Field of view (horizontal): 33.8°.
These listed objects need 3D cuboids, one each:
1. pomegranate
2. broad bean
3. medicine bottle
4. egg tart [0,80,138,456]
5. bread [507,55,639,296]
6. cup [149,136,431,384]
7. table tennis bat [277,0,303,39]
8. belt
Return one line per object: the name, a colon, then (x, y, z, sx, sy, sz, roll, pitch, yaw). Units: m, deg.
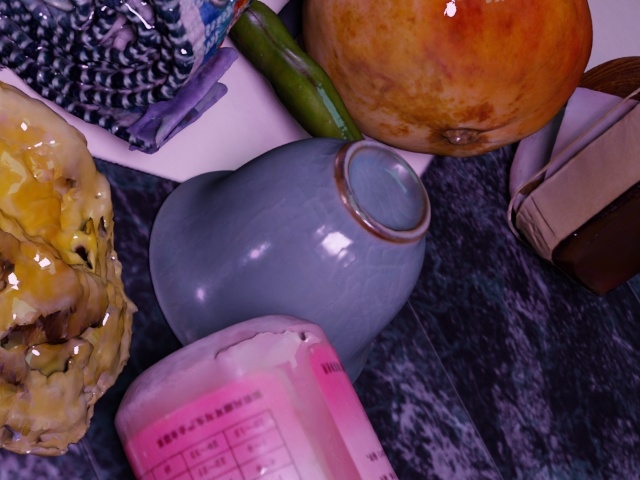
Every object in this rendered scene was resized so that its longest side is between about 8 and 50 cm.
pomegranate: (0.111, -0.209, 0.914, 0.252, 0.229, 0.270, 22, 62, -39)
broad bean: (-0.017, -0.126, 0.855, 0.043, 0.060, 0.297, -30, 69, -14)
medicine bottle: (-0.015, 0.175, 0.613, 0.147, 0.147, 0.247, -12, 71, -45)
egg tart: (-0.212, -0.011, 0.591, 0.297, 0.132, 0.297, 28, 44, -32)
bread: (0.274, -0.074, 0.988, 0.142, 0.224, 0.212, 35, 29, -27)
cup: (0.000, 0.000, 0.743, 0.199, 0.150, 0.199, 22, 49, -28)
table tennis bat: (0.001, -0.241, 1.007, 0.150, 0.027, 0.236, 43, 41, -10)
belt: (-0.158, -0.226, 0.721, 0.295, 0.207, 0.160, 42, 44, -6)
